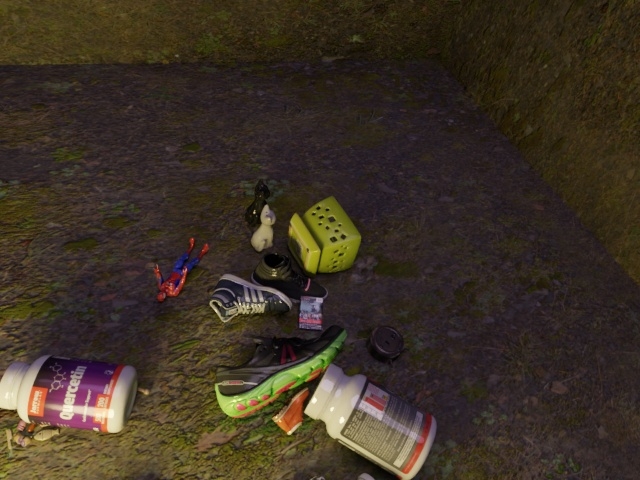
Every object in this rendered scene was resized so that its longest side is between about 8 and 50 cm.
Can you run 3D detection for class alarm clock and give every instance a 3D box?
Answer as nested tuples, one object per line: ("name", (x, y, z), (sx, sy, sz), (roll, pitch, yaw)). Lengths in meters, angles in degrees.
("alarm clock", (0.222, 0.357, 1.725), (0.192, 0.064, 0.129), (39, 51, 20))

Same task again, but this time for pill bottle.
("pill bottle", (-0.688, 0.419, 1.316), (0.322, 0.182, 0.182), (10, 49, -9))
("pill bottle", (0.147, 0.539, 1.449), (0.362, 0.210, 0.210), (29, 49, 7))

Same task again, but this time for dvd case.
("dvd case", (-0.034, 0.263, 1.728), (0.087, 0.013, 0.120), (7, 72, -11))

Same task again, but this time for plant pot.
("plant pot", (0.000, 0.000, 1.850), (0.207, 0.228, 0.227), (-20, 60, -23))

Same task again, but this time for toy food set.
("toy food set", (-0.792, 0.519, 1.310), (0.122, 0.019, 0.078), (-15, 57, -27))

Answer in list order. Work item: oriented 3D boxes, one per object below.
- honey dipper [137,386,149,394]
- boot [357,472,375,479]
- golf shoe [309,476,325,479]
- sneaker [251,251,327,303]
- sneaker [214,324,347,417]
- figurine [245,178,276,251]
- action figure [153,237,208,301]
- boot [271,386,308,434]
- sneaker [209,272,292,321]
("honey dipper", (-0.594, 0.435, 1.437), (0.160, 0.030, 0.031), (21, 48, -5))
("boot", (0.149, 0.792, 1.316), (0.123, 0.095, 0.258), (-15, 58, -35))
("golf shoe", (0.023, 0.705, 1.315), (0.272, 0.105, 0.120), (-7, 34, 1))
("sneaker", (-0.103, 0.137, 1.750), (0.295, 0.147, 0.105), (18, 47, -3))
("sneaker", (-0.116, 0.371, 1.530), (0.482, 0.185, 0.202), (-20, 64, -31))
("figurine", (-0.228, -0.098, 1.863), (0.092, 0.209, 0.215), (-4, 53, -20))
("action figure", (-0.497, 0.087, 1.684), (0.091, 0.139, 0.280), (22, 51, 3))
("boot", (-0.077, 0.533, 1.499), (0.085, 0.059, 0.158), (48, 48, 1))
("sneaker", (-0.249, 0.226, 1.661), (0.282, 0.099, 0.153), (19, 43, 8))
